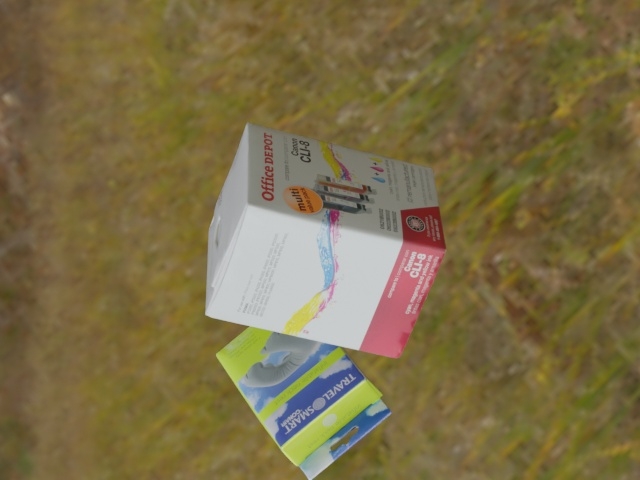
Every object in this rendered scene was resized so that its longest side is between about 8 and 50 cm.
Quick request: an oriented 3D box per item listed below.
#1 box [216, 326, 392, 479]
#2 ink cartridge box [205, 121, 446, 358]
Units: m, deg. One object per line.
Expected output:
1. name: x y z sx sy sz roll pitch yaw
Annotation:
1. box: -0.019 0.138 1.736 0.042 0.109 0.178 51 179 -44
2. ink cartridge box: 0.000 0.000 1.525 0.176 0.128 0.127 13 126 -12
